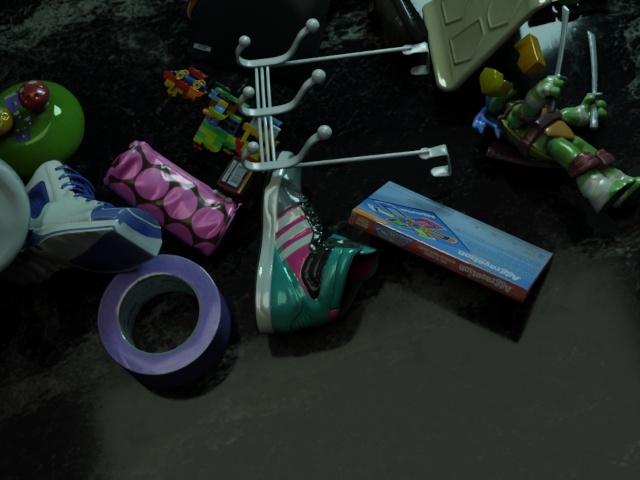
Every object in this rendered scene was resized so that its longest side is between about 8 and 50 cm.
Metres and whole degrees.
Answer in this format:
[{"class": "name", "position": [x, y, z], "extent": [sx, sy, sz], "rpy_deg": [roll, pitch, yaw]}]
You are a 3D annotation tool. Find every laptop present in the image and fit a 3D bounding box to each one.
[{"class": "laptop", "position": [-0.076, -0.413, 1.860], "extent": [0.234, 0.137, 0.264], "rpy_deg": [17, 46, 13]}]

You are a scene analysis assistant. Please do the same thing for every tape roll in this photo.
[{"class": "tape roll", "position": [-0.234, 0.122, 1.630], "extent": [0.188, 0.080, 0.189], "rpy_deg": [-2, 68, 6]}]

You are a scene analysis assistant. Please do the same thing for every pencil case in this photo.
[{"class": "pencil case", "position": [-0.228, -0.071, 1.669], "extent": [0.209, 0.095, 0.098], "rpy_deg": [33, 110, -5]}]

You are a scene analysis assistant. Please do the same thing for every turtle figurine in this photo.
[{"class": "turtle figurine", "position": [0.392, -0.188, 1.609], "extent": [0.274, 0.198, 0.266], "rpy_deg": [-38, 73, -5]}]

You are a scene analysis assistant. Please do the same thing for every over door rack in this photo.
[{"class": "over door rack", "position": [0.036, -0.222, 1.659], "extent": [0.324, 0.108, 0.240], "rpy_deg": [0, 56, -8]}]

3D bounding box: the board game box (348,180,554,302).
[{"class": "board game box", "position": [0.196, -0.002, 1.602], "extent": [0.281, 0.027, 0.145], "rpy_deg": [25, 29, 17]}]

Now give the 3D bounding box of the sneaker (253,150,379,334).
[{"class": "sneaker", "position": [0.000, 0.000, 1.623], "extent": [0.178, 0.124, 0.296], "rpy_deg": [1, 68, 7]}]

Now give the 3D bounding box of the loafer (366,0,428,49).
[{"class": "loafer", "position": [0.102, -0.402, 1.794], "extent": [0.078, 0.080, 0.220], "rpy_deg": [-34, 56, 20]}]

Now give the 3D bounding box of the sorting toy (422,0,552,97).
[{"class": "sorting toy", "position": [0.265, -0.331, 1.672], "extent": [0.229, 0.041, 0.307], "rpy_deg": [-40, 42, 37]}]

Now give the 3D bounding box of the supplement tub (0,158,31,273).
[{"class": "supplement tub", "position": [-0.591, -0.067, 1.627], "extent": [0.207, 0.207, 0.338], "rpy_deg": [-51, 39, -13]}]

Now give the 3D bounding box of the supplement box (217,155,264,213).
[{"class": "supplement box", "position": [-0.124, -0.087, 1.696], "extent": [0.043, 0.083, 0.055], "rpy_deg": [25, 73, 17]}]

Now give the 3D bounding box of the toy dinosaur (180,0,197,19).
[{"class": "toy dinosaur", "position": [-0.214, -0.441, 1.887], "extent": [0.082, 0.047, 0.090], "rpy_deg": [-26, 100, -13]}]

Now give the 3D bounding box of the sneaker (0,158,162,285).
[{"class": "sneaker", "position": [-0.385, -0.046, 1.661], "extent": [0.315, 0.127, 0.182], "rpy_deg": [-8, 57, 32]}]

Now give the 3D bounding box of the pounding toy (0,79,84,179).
[{"class": "pounding toy", "position": [-0.517, -0.213, 1.787], "extent": [0.236, 0.110, 0.183], "rpy_deg": [22, 72, 15]}]

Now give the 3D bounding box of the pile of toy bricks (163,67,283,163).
[{"class": "pile of toy bricks", "position": [-0.167, -0.188, 1.746], "extent": [0.212, 0.118, 0.105], "rpy_deg": [32, 103, 2]}]

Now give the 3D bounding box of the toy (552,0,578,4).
[{"class": "toy", "position": [0.397, -0.503, 1.809], "extent": [0.136, 0.056, 0.237], "rpy_deg": [-8, 72, 1]}]
